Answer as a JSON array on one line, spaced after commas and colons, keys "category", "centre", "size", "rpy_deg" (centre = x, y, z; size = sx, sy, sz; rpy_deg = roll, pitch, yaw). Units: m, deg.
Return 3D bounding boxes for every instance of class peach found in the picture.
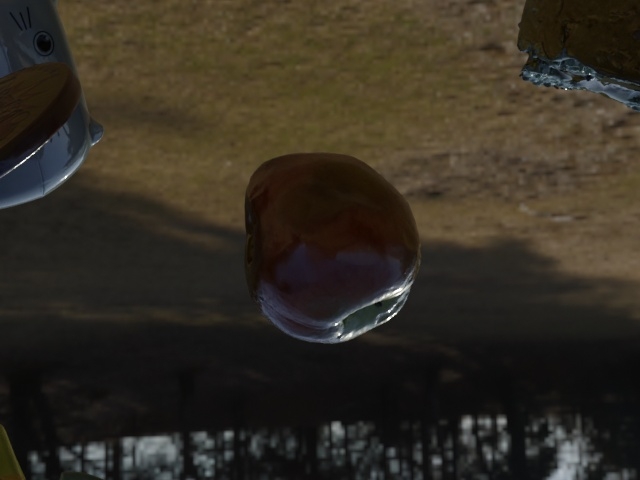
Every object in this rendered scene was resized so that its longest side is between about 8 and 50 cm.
[{"category": "peach", "centre": [0.000, 0.000, 1.428], "size": [0.214, 0.235, 0.214], "rpy_deg": [-20, 148, -13]}]

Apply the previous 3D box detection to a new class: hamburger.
[{"category": "hamburger", "centre": [0.334, -0.212, 1.109], "size": [0.309, 0.211, 0.132], "rpy_deg": [13, 174, -11]}]

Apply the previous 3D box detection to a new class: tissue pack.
[{"category": "tissue pack", "centre": [-0.457, -0.219, 1.707], "size": [0.236, 0.333, 0.229], "rpy_deg": [-23, -161, -26]}]

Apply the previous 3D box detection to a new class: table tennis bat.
[{"category": "table tennis bat", "centre": [-0.318, -0.060, 1.054], "size": [0.200, 0.038, 0.310], "rpy_deg": [-9, -147, 33]}]

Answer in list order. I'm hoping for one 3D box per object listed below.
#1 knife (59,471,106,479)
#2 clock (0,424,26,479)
[{"category": "knife", "centre": [-0.139, 0.251, 1.104], "size": [0.210, 0.028, 0.015], "rpy_deg": [20, 130, 7]}, {"category": "clock", "centre": [-0.365, 0.270, 1.210], "size": [0.143, 0.096, 0.202], "rpy_deg": [-19, 154, -25]}]
